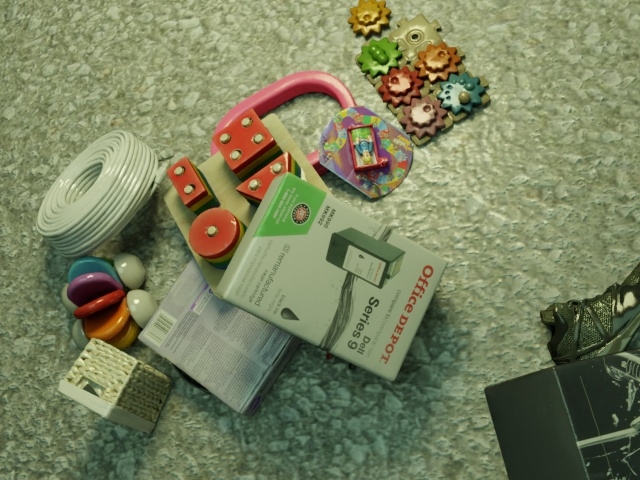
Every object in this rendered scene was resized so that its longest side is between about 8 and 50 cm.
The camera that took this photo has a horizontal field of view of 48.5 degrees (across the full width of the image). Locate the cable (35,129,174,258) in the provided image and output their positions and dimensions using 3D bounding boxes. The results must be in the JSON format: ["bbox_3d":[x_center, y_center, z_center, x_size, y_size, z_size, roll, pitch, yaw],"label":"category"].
[{"bbox_3d":[-0.414,-0.087,1.313,0.257,0.089,0.257,2,57,46],"label":"cable"}]

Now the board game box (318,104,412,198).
[{"bbox_3d":[0.083,-0.161,1.253,0.169,0.033,0.133,35,86,-2],"label":"board game box"}]

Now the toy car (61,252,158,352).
[{"bbox_3d":[-0.393,0.104,1.270,0.159,0.136,0.182,-27,67,5],"label":"toy car"}]

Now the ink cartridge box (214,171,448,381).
[{"bbox_3d":[0.018,0.056,1.082,0.289,0.121,0.211,27,83,-13],"label":"ink cartridge box"}]

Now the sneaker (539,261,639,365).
[{"bbox_3d":[0.422,0.100,1.078,0.130,0.087,0.227,35,88,16],"label":"sneaker"}]

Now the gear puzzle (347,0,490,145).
[{"bbox_3d":[0.163,-0.347,1.326,0.176,0.044,0.338,-32,66,3],"label":"gear puzzle"}]

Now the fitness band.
[{"bbox_3d":[-0.067,-0.201,1.334,0.291,0.054,0.209,-28,66,3],"label":"fitness band"}]

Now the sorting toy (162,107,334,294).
[{"bbox_3d":[-0.137,-0.079,1.218,0.257,0.089,0.255,-35,59,3],"label":"sorting toy"}]

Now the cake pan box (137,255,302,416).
[{"bbox_3d":[-0.152,0.137,1.233,0.246,0.070,0.266,29,81,24],"label":"cake pan box"}]

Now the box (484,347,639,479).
[{"bbox_3d":[0.420,0.309,0.877,0.313,0.179,0.343,-8,73,-17],"label":"box"}]

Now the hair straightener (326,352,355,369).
[{"bbox_3d":[0.095,0.113,1.195,0.089,0.047,0.230,27,73,-2],"label":"hair straightener"}]

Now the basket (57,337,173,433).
[{"bbox_3d":[-0.336,0.245,1.193,0.113,0.167,0.103,22,74,21],"label":"basket"}]
